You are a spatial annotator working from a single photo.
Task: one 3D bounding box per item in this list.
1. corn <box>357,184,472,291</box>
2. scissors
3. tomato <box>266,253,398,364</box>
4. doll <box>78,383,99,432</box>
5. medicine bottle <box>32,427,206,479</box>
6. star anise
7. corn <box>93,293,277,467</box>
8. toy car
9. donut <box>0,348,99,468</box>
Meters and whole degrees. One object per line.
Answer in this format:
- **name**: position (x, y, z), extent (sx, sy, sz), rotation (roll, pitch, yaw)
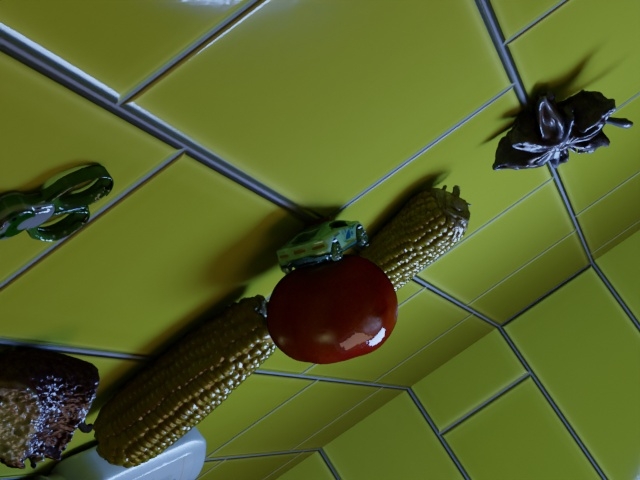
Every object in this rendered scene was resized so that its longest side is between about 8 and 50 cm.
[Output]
- **corn**: position (0.122, 0.016, 1.881), extent (0.106, 0.106, 0.293), rotation (-16, 159, -48)
- **scissors**: position (-0.280, -0.021, 1.084), extent (0.204, 0.027, 0.101), rotation (-17, 155, -51)
- **tomato**: position (0.014, 0.093, 1.670), extent (0.195, 0.136, 0.195), rotation (-15, -173, 2)
- **doll**: position (-0.365, 0.231, 1.631), extent (0.139, 0.057, 0.165), rotation (-22, 152, -30)
- **medicine bottle**: position (-0.361, 0.414, 2.060), extent (0.324, 0.124, 0.179), rotation (-22, 152, -41)
- **star anise**: position (0.362, -0.168, 1.802), extent (0.209, 0.089, 0.231), rotation (-29, 164, 35)
- **corn**: position (-0.203, 0.213, 1.784), extent (0.363, 0.120, 0.120), rotation (-42, 163, 16)
- **toy car**: position (0.000, 0.000, 1.633), extent (0.093, 0.058, 0.186), rotation (-16, -175, 23)
- **donut**: position (-0.360, 0.189, 1.422), extent (0.187, 0.144, 0.126), rotation (26, 118, -37)
